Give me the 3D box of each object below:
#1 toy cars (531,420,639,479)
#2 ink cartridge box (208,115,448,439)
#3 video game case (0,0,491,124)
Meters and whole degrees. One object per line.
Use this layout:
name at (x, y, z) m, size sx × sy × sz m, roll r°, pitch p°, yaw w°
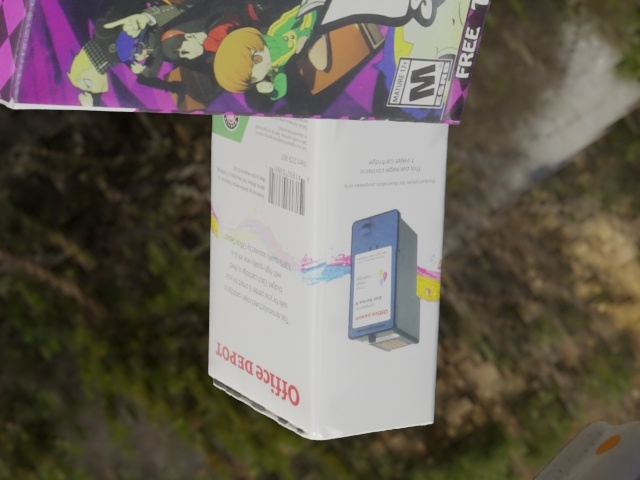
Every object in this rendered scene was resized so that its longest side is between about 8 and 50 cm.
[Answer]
toy cars at (0.139, 0.238, 0.540) m, size 0.176 × 0.393 × 0.087 m, roll 3°, pitch 163°, yaw -22°
ink cartridge box at (0.000, 0.000, 1.196) m, size 0.093 × 0.212 × 0.154 m, roll -3°, pitch -168°, yaw -28°
video game case at (-0.008, -0.156, 0.668) m, size 0.210 × 0.232 × 0.042 m, roll 0°, pitch -160°, yaw -42°
